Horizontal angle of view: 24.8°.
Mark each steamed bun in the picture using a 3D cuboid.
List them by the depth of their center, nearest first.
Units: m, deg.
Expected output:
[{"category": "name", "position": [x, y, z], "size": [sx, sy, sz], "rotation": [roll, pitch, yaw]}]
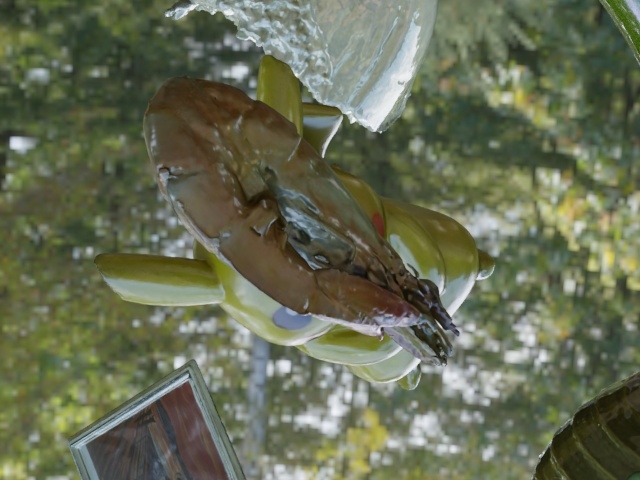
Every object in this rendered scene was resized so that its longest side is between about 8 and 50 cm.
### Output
[{"category": "steamed bun", "position": [0.028, -0.261, 1.593], "size": [0.272, 0.273, 0.290], "rotation": [43, -164, -11]}]

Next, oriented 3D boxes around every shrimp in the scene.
[{"category": "shrimp", "position": [-0.006, 0.002, 0.909], "size": [0.061, 0.267, 0.145], "rotation": [-33, -151, 24]}]

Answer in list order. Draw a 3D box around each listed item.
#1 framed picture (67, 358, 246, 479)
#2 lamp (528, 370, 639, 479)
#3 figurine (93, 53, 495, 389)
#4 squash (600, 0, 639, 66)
[{"category": "framed picture", "position": [-0.209, 0.300, 1.854], "size": [0.273, 0.216, 0.016], "rotation": [-34, 163, 34]}, {"category": "lamp", "position": [0.229, 0.212, 0.868], "size": [0.250, 0.284, 0.250], "rotation": [17, -165, -5]}, {"category": "figurine", "position": [0.004, 0.002, 1.195], "size": [0.169, 0.218, 0.326], "rotation": [35, -174, 34]}, {"category": "squash", "position": [0.230, -0.179, 1.034], "size": [0.071, 0.080, 0.318], "rotation": [-9, 141, 37]}]
